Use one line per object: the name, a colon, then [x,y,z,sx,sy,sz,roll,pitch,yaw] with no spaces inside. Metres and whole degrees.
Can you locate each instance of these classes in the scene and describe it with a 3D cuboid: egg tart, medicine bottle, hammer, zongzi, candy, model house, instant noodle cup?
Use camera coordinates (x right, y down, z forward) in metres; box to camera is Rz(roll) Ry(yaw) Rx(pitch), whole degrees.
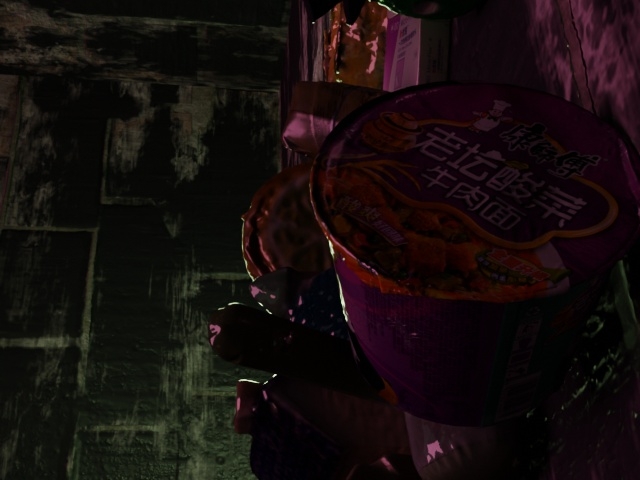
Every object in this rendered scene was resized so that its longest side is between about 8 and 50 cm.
egg tart: [0.070,-0.326,1.601,0.315,0.120,0.315,-177,90,-83]
medicine bottle: [0.136,-0.269,1.354,0.201,0.052,0.171,-163,76,-80]
hammer: [0.048,0.118,0.898,0.119,0.335,0.206,-47,35,36]
zongzi: [0.121,-0.127,1.308,0.251,0.274,0.125,20,-99,-58]
candy: [0.000,0.000,1.533,0.118,0.260,0.260,91,179,-73]
model house: [0.035,0.171,1.166,0.243,0.284,0.298,108,163,-47]
instant noodle cup: [0.119,0.019,0.772,0.251,0.251,0.190,-96,2,-46]

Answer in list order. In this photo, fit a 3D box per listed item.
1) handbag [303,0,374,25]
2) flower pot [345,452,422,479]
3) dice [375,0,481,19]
handbag: [0.044,-0.473,1.201,0.303,0.122,0.329,-58,-30,-34]
flower pot: [0.062,0.374,0.997,0.290,0.290,0.259,-99,24,-55]
dice: [0.129,-0.340,1.113,0.120,0.131,0.128,117,155,-72]
